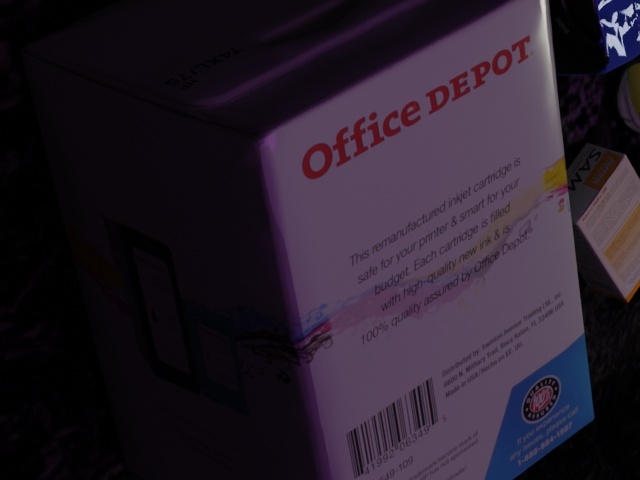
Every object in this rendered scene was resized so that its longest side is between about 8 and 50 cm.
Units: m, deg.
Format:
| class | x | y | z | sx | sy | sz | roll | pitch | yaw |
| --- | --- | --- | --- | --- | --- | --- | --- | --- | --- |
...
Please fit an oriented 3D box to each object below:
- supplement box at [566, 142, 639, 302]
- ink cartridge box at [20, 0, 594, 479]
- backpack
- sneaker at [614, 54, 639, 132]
| class | x | y | z | sx | sy | sz | roll | pitch | yaw |
| --- | --- | --- | --- | --- | --- | --- | --- | --- | --- |
| supplement box | 0.197 | -0.012 | 1.329 | 0.062 | 0.036 | 0.098 | -52 | 134 | -16 |
| ink cartridge box | 0.000 | 0.000 | 1.023 | 0.198 | 0.197 | 0.270 | -30 | 125 | -32 |
| backpack | 0.150 | -0.170 | 1.182 | 0.101 | 0.098 | 0.120 | -32 | 114 | -43 |
| sneaker | 0.283 | -0.085 | 1.343 | 0.208 | 0.094 | 0.081 | 35 | 82 | -44 |
